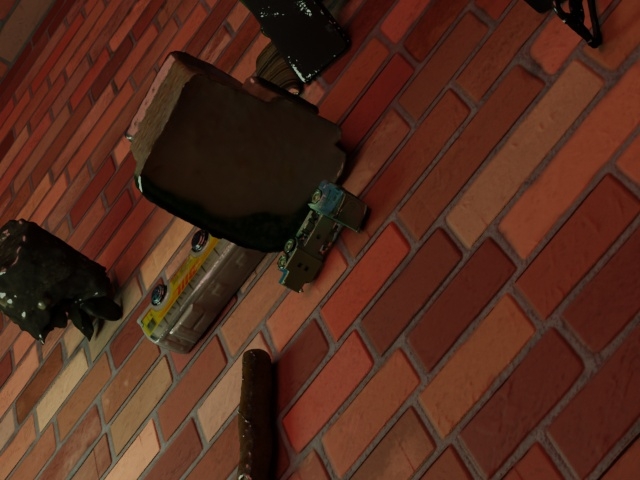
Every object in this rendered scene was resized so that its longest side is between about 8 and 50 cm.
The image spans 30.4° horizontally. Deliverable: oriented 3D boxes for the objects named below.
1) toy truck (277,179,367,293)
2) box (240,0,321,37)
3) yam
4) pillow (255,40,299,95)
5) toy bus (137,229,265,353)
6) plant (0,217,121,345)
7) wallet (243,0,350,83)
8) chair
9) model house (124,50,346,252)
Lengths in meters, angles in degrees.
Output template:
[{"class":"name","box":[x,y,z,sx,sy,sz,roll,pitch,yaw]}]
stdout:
[{"class":"toy truck","box":[0.000,0.000,1.767,0.175,0.067,0.081,-60,31,0]},{"class":"box","box":[-0.032,-0.564,2.166,0.329,0.178,0.252,-30,37,32]},{"class":"yam","box":[-0.096,0.260,1.700,0.057,0.057,0.241,-37,38,34]},{"class":"pillow","box":[-0.082,-0.307,2.180,0.113,0.038,0.203,-40,36,30]},{"class":"toy bus","box":[-0.197,0.073,1.984,0.268,0.092,0.106,-51,41,14]},{"class":"plant","box":[-0.526,0.093,2.276,0.199,0.276,0.188,21,76,55]},{"class":"wallet","box":[-0.059,-0.405,2.076,0.124,0.244,0.025,-38,-2,34]},{"class":"chair","box":[0.303,-0.340,1.568,0.113,0.106,0.229,-26,43,43]},{"class":"model house","box":[-0.148,-0.161,1.902,0.243,0.299,0.284,-59,27,13]}]
